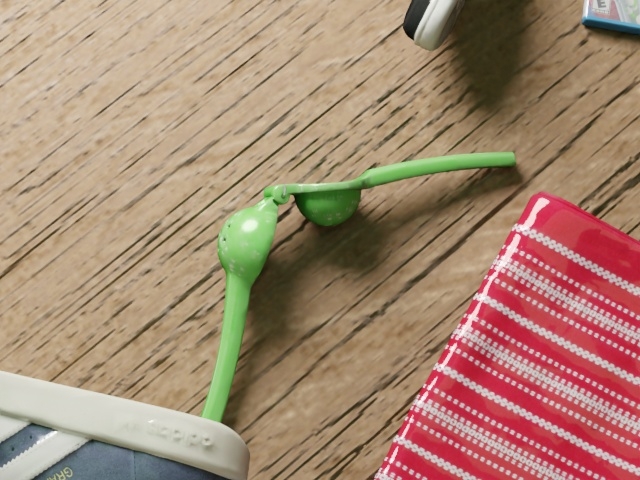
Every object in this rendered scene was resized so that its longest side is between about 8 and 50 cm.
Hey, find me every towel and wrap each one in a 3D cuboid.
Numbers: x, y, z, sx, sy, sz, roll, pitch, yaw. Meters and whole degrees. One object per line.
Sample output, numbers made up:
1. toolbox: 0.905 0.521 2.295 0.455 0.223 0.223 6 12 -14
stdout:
1. towel: 0.177 0.119 1.398 0.199 0.031 0.275 29 74 3

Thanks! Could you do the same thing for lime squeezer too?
1. lime squeezer: 0.000 0.000 1.398 0.310 0.059 0.110 -42 82 -15

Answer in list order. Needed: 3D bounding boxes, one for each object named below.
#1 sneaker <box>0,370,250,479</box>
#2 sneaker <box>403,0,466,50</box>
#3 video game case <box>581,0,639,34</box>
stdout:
1. sneaker: -0.229 0.158 1.296 0.350 0.131 0.148 13 78 1
2. sneaker: 0.071 -0.246 1.466 0.121 0.079 0.217 22 66 4
3. video game case: 0.266 -0.232 1.509 0.119 0.015 0.166 10 74 -3
